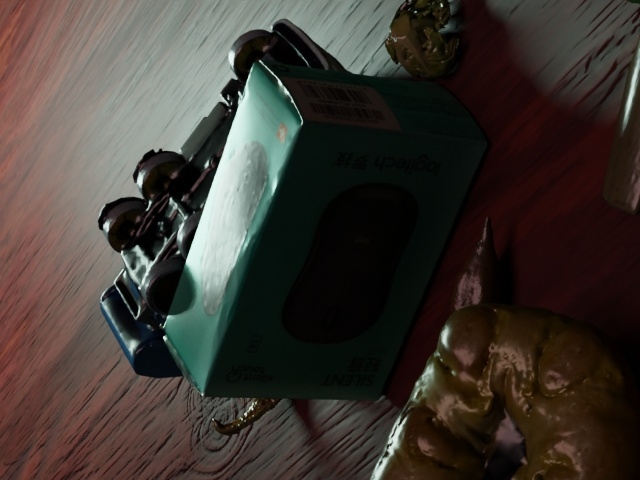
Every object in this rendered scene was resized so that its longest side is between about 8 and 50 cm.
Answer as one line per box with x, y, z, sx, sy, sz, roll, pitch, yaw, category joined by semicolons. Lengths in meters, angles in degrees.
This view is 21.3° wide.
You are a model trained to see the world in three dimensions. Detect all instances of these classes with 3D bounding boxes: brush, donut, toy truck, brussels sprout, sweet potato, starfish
0.255;-0.161;1.319;0.054;0.048;0.282;33;117;59;brush
0.151;0.185;1.302;0.208;0.128;0.261;22;82;34;donut
-0.083;-0.032;1.695;0.367;0.175;0.146;-52;41;14;toy truck
0.094;-0.194;1.590;0.085;0.058;0.085;-27;52;41;brussels sprout
0.139;0.036;1.489;0.049;0.049;0.117;25;112;58;sweet potato
-0.074;0.131;1.822;0.190;0.074;0.146;-33;57;53;starfish

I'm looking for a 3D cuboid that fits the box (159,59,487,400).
0.000;0.000;1.583;0.118;0.205;0.311;57;133;49;box
